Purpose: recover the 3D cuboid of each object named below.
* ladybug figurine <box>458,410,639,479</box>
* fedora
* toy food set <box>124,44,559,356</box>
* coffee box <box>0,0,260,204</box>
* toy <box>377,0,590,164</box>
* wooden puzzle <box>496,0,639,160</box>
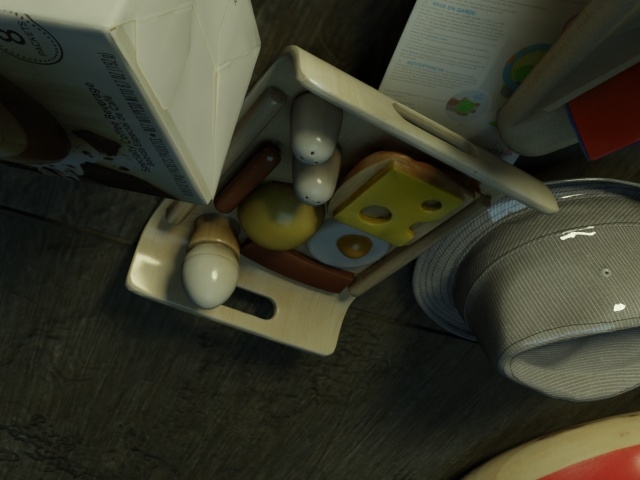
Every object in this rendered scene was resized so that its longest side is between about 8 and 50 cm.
[{"bbox_3d":[0.361,0.359,0.971,0.449,0.162,0.305,-22,132,15],"label":"ladybug figurine"},{"bbox_3d":[0.231,0.063,0.692,0.275,0.124,0.243,3,137,-14],"label":"fedora"},{"bbox_3d":[0.000,0.000,0.605,0.220,0.092,0.306,23,143,-24],"label":"toy food set"},{"bbox_3d":[-0.197,-0.126,0.389,0.297,0.119,0.168,12,161,10],"label":"coffee box"},{"bbox_3d":[0.113,-0.136,0.552,0.137,0.056,0.237,5,138,-16],"label":"toy"},{"bbox_3d":[0.281,-0.134,0.406,0.322,0.080,0.348,-20,170,0],"label":"wooden puzzle"}]
